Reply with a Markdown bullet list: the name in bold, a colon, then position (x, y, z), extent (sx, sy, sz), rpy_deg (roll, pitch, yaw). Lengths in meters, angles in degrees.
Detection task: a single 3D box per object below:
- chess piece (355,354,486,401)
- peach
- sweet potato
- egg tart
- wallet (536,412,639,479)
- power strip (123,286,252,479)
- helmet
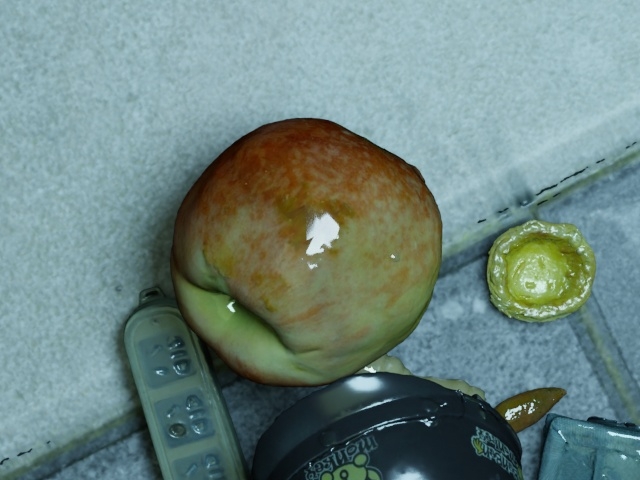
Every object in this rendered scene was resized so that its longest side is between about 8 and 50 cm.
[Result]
- **chess piece**: position (0.086, 0.141, 1.575), extent (0.122, 0.066, 0.066), rpy_deg (27, 95, -2)
- **peach**: position (0.000, 0.000, 1.480), extent (0.232, 0.232, 0.256), rpy_deg (52, 55, -7)
- **sweet potato**: position (0.188, 0.160, 1.597), extent (0.095, 0.034, 0.034), rpy_deg (-30, 98, -8)
- **egg tart**: position (0.202, 0.028, 1.576), extent (0.105, 0.039, 0.105), rpy_deg (0, 97, -2)
- **wallet**: position (0.355, 0.300, 1.551), extent (0.342, 0.075, 0.237), rpy_deg (10, 103, 9)
- **power strip**: position (-0.116, 0.181, 1.582), extent (0.080, 0.048, 0.286), rpy_deg (-16, 96, -1)
- **helmet**: position (0.071, 0.249, 1.486), extent (0.230, 0.160, 0.279), rpy_deg (-28, 138, 15)
